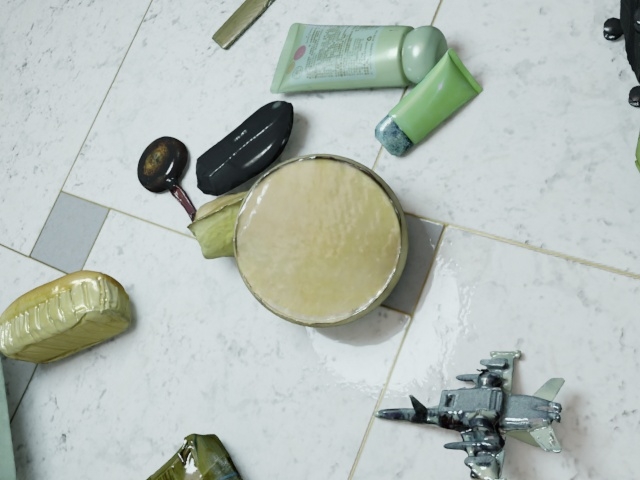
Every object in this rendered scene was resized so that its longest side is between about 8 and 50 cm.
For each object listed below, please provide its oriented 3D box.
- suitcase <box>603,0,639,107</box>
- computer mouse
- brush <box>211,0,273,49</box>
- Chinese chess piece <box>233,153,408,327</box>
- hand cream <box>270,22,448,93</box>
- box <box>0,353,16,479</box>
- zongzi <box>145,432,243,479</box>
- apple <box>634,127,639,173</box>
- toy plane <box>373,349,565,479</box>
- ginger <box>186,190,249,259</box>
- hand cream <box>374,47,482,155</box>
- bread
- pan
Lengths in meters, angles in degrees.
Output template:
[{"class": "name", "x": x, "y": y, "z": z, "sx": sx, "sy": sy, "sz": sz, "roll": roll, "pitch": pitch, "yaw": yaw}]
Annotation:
[{"class": "suitcase", "x": 0.538, "y": -0.318, "z": 0.777, "sx": 0.335, "sy": 0.230, "sz": 0.152, "roll": -16, "pitch": 70, "yaw": 19}, {"class": "computer mouse", "x": -0.123, "y": -0.153, "z": 1.099, "sx": 0.217, "sy": 0.073, "sz": 0.122, "roll": -38, "pitch": 30, "yaw": -1}, {"class": "brush", "x": -0.108, "y": -0.488, "z": 1.234, "sx": 0.282, "sy": 0.048, "sz": 0.054, "roll": -46, "pitch": 58, "yaw": 6}, {"class": "Chinese chess piece", "x": 0.000, "y": 0.000, "z": 0.938, "sx": 0.258, "sy": 0.104, "sz": 0.256, "roll": 0, "pitch": 87, "yaw": 6}, {"class": "hand cream", "x": 0.058, "y": -0.309, "z": 1.072, "sx": 0.306, "sy": 0.093, "sz": 0.147, "roll": 9, "pitch": 76, "yaw": 28}, {"class": "box", "x": -0.687, "y": 0.340, "z": 1.124, "sx": 0.397, "sy": 0.111, "sz": 0.395, "roll": -37, "pitch": 61, "yaw": 27}, {"class": "zongzi", "x": -0.178, "y": 0.454, "z": 0.903, "sx": 0.251, "sy": 0.125, "sz": 0.274, "roll": -44, "pitch": 67, "yaw": 4}, {"class": "apple", "x": 0.479, "y": -0.105, "z": 0.760, "sx": 0.174, "sy": 0.188, "sz": 0.207, "roll": 26, "pitch": 81, "yaw": 33}, {"class": "toy plane", "x": 0.182, "y": 0.224, "z": 0.837, "sx": 0.262, "sy": 0.088, "sz": 0.192, "roll": -3, "pitch": 44, "yaw": 26}, {"class": "ginger", "x": -0.123, "y": -0.046, "z": 1.065, "sx": 0.193, "sy": 0.115, "sz": 0.122, "roll": -22, "pitch": 31, "yaw": -7}, {"class": "hand cream", "x": 0.163, "y": -0.207, "z": 0.999, "sx": 0.175, "sy": 0.095, "sz": 0.046, "roll": -43, "pitch": 31, "yaw": 8}, {"class": "bread", "x": -0.447, "y": 0.132, "z": 1.118, "sx": 0.237, "sy": 0.140, "sz": 0.106, "roll": -23, "pitch": 62, "yaw": 14}, {"class": "pan", "x": -0.279, "y": -0.109, "z": 1.184, "sx": 0.115, "sy": 0.040, "sz": 0.212, "roll": -41, "pitch": 61, "yaw": 13}]
